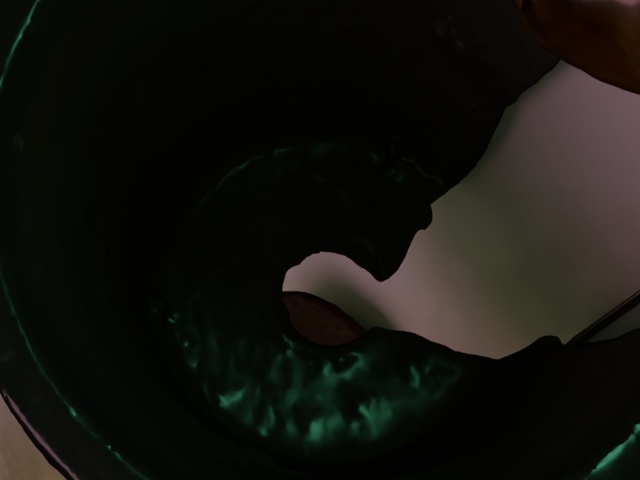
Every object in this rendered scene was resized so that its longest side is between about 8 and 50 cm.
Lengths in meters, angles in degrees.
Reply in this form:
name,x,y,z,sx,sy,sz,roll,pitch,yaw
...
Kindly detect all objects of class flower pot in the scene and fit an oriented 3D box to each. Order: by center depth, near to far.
name,x,y,z,sx,sy,sz,roll,pitch,yaw
flower pot,0.000,0.000,0.817,0.379,0.379,0.251,60,169,11

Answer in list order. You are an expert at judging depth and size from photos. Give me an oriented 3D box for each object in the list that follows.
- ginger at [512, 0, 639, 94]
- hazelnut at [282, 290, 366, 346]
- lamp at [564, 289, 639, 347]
name,x,y,z,sx,sy,sz,roll,pitch,yaw
ginger,0.196,-0.147,0.524,0.418,0.254,0.176,-10,73,41
hazelnut,-0.013,0.109,1.102,0.154,0.143,0.143,59,150,27
lamp,0.247,0.121,0.763,0.266,0.047,0.269,60,150,11
